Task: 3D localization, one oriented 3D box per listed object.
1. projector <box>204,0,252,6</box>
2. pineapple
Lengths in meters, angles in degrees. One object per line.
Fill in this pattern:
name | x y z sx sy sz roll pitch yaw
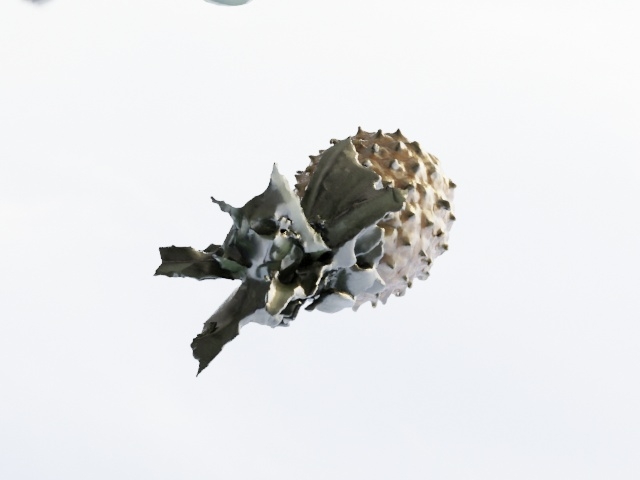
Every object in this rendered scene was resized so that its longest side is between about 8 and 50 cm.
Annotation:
projector | 0.013 -0.297 1.033 0.337 0.108 0.108 -40 -163 37
pineapple | 0.003 -0.001 1.263 0.166 0.165 0.364 -6 -171 22
